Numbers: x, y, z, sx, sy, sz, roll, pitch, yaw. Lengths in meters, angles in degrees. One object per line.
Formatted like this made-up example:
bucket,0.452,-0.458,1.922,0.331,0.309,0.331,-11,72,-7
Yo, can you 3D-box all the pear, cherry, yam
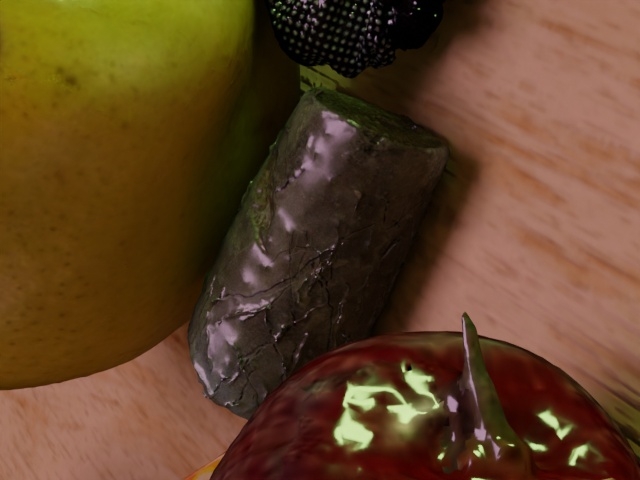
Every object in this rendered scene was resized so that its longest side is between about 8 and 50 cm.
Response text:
pear,-0.186,-0.090,1.158,0.418,0.362,0.362,131,138,-58
cherry,0.043,0.169,0.823,0.230,0.203,0.300,-120,31,-48
yam,0.000,0.000,1.052,0.183,0.107,0.107,-63,33,30

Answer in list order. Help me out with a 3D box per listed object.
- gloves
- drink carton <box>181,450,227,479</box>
gloves,0.052,-0.169,1.019,0.180,0.106,0.129,-19,65,30
drink carton,-0.042,0.178,1.123,0.223,0.071,0.096,-37,50,55
